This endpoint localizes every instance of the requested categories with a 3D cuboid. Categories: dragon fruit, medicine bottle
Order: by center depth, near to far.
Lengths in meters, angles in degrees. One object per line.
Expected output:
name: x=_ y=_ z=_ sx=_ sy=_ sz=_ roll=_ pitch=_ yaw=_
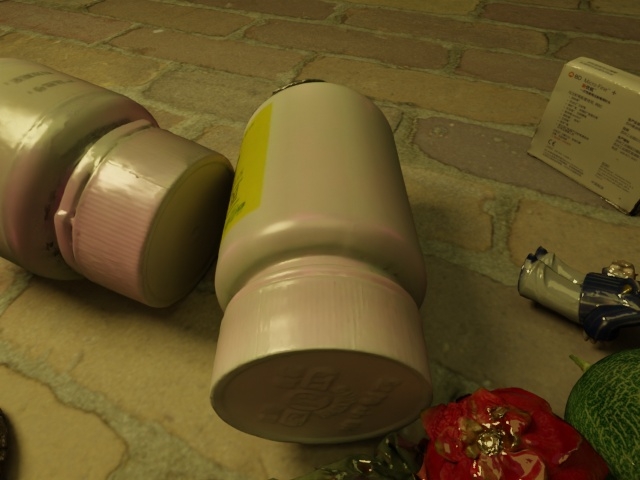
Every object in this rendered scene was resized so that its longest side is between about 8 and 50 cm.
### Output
dragon fruit: x=0.146 y=0.181 z=0.321 sx=0.165 sy=0.136 sz=0.133 roll=51 pitch=39 yaw=-4
medicine bottle: x=0.000 y=0.000 z=0.482 sx=0.214 sy=0.213 sz=0.378 roll=-2 pitch=45 yaw=0
medicine bottle: x=-0.284 y=-0.066 z=0.534 sx=0.302 sy=0.241 sz=0.241 roll=22 pitch=50 yaw=10
medicine bottle: x=0.434 y=-0.160 z=0.654 sx=0.052 sy=0.171 sz=0.201 roll=-23 pitch=49 yaw=-23

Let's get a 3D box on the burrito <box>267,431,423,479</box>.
burrito: x=-0.046 y=0.251 z=0.341 sx=0.310 sy=0.066 sz=0.096 roll=-19 pitch=59 yaw=-16

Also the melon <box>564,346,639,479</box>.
melon: x=0.304 y=0.191 z=0.313 sx=0.183 sy=0.182 sz=0.287 roll=-22 pitch=48 yaw=-18

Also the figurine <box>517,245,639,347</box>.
figurine: x=0.356 y=0.085 z=0.454 sx=0.275 sy=0.133 sz=0.194 roll=12 pitch=17 yaw=16

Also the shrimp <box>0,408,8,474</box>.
shrimp: x=-0.331 y=0.209 z=0.401 sx=0.065 sy=0.056 sz=0.165 roll=-9 pitch=34 yaw=-29
